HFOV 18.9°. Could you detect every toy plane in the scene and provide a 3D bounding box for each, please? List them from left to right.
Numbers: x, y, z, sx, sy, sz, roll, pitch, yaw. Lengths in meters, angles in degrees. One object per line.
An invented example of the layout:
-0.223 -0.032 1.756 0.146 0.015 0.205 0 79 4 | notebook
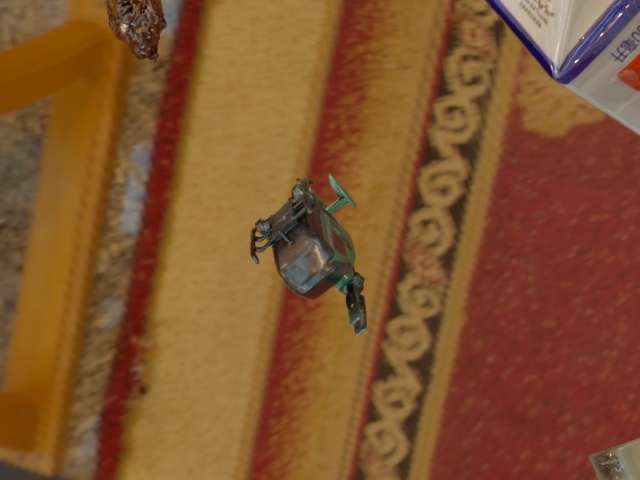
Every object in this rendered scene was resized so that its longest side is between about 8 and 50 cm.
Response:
0.000 0.000 1.452 0.096 0.235 0.060 42 103 -14 | toy plane

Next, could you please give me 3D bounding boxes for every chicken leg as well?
-0.110 -0.168 1.052 0.037 0.062 0.145 -9 77 -9 | chicken leg

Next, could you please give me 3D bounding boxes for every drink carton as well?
0.251 -0.124 1.267 0.130 0.315 0.106 -47 49 15 | drink carton

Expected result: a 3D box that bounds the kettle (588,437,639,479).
0.282 0.227 1.542 0.098 0.127 0.148 -21 80 20 | kettle
